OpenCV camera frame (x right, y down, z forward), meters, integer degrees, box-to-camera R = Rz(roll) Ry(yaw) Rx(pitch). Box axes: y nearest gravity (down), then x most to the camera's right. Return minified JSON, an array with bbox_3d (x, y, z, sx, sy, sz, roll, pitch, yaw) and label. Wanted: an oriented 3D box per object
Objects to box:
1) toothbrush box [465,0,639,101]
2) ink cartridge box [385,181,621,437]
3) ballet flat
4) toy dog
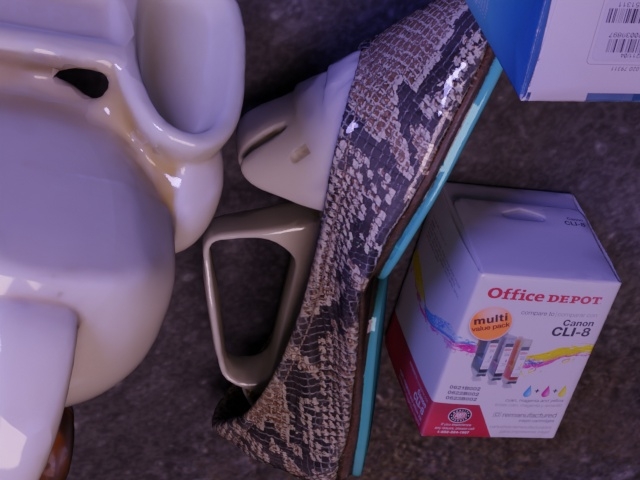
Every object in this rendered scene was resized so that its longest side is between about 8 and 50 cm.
[{"bbox_3d":[0.191,-0.214,0.930,0.216,0.295,0.126,-1,129,-15],"label":"toothbrush box"},{"bbox_3d":[0.148,0.059,1.243,0.128,0.127,0.176,4,126,-17],"label":"ink cartridge box"},{"bbox_3d":[0.000,0.000,1.155,0.182,0.164,0.483,16,126,-1],"label":"ballet flat"},{"bbox_3d":[-0.223,0.043,0.975,0.284,0.395,0.408,-2,148,-31],"label":"toy dog"}]
